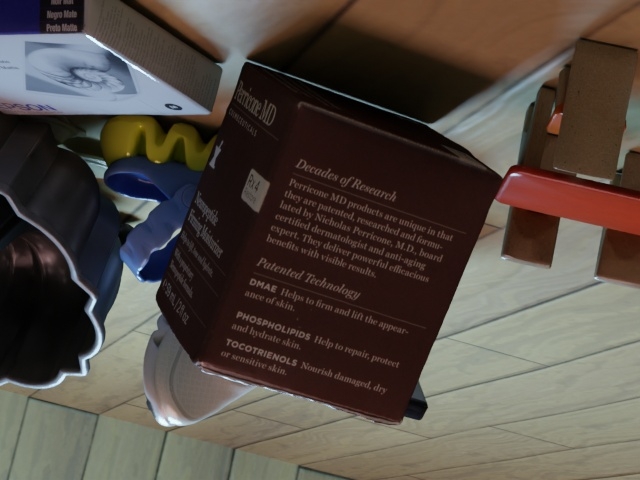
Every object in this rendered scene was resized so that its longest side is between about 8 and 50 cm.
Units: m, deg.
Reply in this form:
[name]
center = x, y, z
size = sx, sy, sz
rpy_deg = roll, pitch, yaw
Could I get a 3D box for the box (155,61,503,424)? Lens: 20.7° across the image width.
[box]
center = 0.000, 0.000, 1.298
size = 0.167, 0.203, 0.168
rpy_deg = 18, -171, -20

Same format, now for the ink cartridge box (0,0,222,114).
[ink cartridge box]
center = -0.224, -0.152, 1.315
size = 0.223, 0.045, 0.224
rpy_deg = 3, 162, 34

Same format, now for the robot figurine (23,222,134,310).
[robot figurine]
center = -0.314, 0.035, 1.847
size = 0.209, 0.173, 0.278
rpy_deg = 23, 162, -27

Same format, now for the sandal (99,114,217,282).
[sandal]
center = -0.047, -0.015, 1.515
size = 0.317, 0.138, 0.126
rpy_deg = 7, 163, 14

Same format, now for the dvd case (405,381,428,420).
[dvd case]
center = -0.001, 0.078, 1.745
size = 0.180, 0.022, 0.253
rpy_deg = 17, -155, -20

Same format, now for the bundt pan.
[bundt pan]
center = -0.318, -0.016, 1.591
size = 0.331, 0.124, 0.330
rpy_deg = 17, 141, 14

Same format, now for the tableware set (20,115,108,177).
[tableware set]
center = -0.268, -0.091, 1.641
size = 0.169, 0.020, 0.141
rpy_deg = 6, 165, 23

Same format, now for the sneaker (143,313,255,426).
[sneaker]
center = -0.035, 0.063, 1.554
size = 0.118, 0.292, 0.110
rpy_deg = 12, 133, 48

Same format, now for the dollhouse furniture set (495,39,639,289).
[dollhouse furniture set]
center = 0.256, -0.015, 1.258
size = 0.259, 0.135, 0.262
rpy_deg = 12, 166, 1
